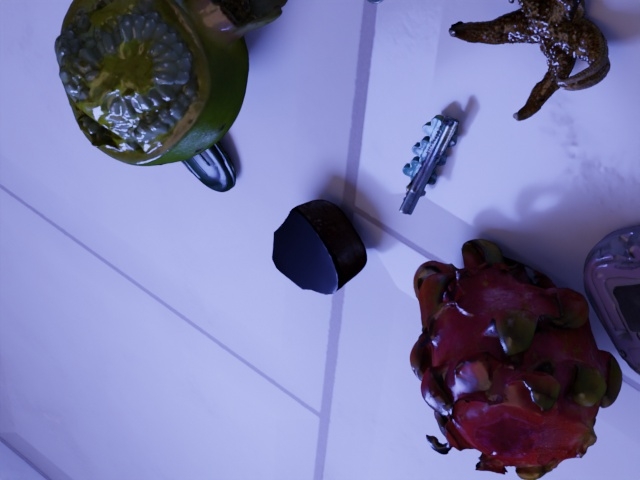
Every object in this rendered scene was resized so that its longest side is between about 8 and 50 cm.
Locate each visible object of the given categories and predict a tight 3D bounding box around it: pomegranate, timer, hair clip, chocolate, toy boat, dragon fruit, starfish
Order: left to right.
[{"bbox_3d":[-0.188,-0.240,1.659,0.340,0.260,0.260,-25,104,26],"label":"pomegranate"},{"bbox_3d":[-0.193,-0.157,1.888,0.104,0.052,0.210,-17,110,51],"label":"toy boat"},{"bbox_3d":[0.000,0.000,1.795,0.148,0.080,0.125,9,118,53],"label":"chocolate"},{"bbox_3d":[0.129,-0.100,1.580,0.049,0.049,0.173,41,140,14],"label":"hair clip"},{"bbox_3d":[0.212,0.129,1.536,0.307,0.243,0.227,33,125,20],"label":"dragon fruit"},{"bbox_3d":[0.210,-0.224,1.340,0.146,0.074,0.190,-15,111,52],"label":"starfish"},{"bbox_3d":[0.392,0.071,1.422,0.208,0.069,0.191,-16,107,55],"label":"timer"}]

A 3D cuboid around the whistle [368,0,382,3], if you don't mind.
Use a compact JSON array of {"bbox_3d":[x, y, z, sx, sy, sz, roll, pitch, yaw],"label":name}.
[{"bbox_3d":[-0.006,-0.338,1.482,0.235,0.077,0.114,19,116,42],"label":"whistle"}]
